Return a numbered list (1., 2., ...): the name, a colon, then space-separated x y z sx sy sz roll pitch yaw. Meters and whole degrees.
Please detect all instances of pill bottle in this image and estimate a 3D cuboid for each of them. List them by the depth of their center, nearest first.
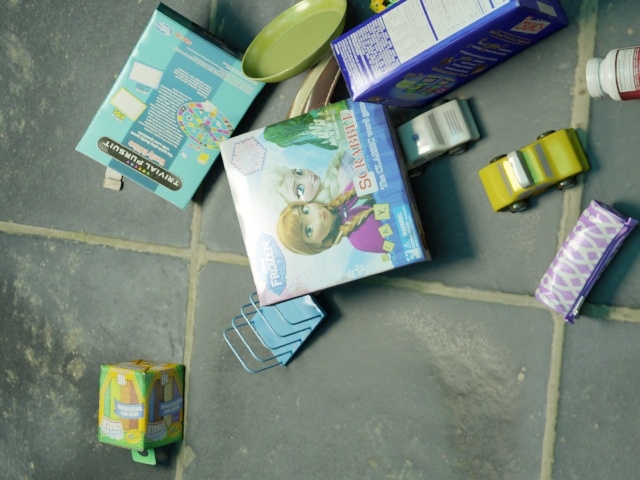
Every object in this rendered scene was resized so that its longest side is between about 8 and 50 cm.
1. pill bottle: 0.509 -0.269 1.618 0.152 0.086 0.086 -2 89 32

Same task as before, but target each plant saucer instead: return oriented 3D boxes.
1. plant saucer: -0.043 -0.378 1.920 0.241 0.037 0.241 -27 35 20

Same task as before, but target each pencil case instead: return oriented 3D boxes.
1. pencil case: 0.434 0.034 1.664 0.206 0.086 0.088 -64 28 17

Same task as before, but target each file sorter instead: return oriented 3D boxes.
1. file sorter: -0.095 0.160 1.963 0.118 0.104 0.170 53 129 21

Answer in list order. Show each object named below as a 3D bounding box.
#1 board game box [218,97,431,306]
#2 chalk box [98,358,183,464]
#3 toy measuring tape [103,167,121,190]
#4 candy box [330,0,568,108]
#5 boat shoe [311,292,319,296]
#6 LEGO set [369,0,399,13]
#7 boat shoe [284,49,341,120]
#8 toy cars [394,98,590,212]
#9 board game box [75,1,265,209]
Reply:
1. board game box: 0.005 -0.072 1.824 0.318 0.066 0.319 -18 83 15
2. chalk box: -0.381 0.369 2.144 0.132 0.132 0.213 2 91 32
3. toy measuring tape: -0.391 -0.237 2.157 0.121 0.121 0.330 35 113 27
4. candy box: 0.220 -0.345 1.690 0.317 0.268 0.122 -26 81 29
5. boat shoe: -0.001 -0.001 1.942 0.080 0.073 0.224 21 120 44
6. LEGO set: 0.126 -0.439 1.858 0.093 0.087 0.227 40 117 28
7. boat shoe: -0.006 -0.216 1.936 0.123 0.123 0.342 26 94 -2
8. toy cars: 0.267 -0.151 1.767 0.393 0.087 0.177 21 101 30
9. board game box: -0.298 -0.266 2.039 0.253 0.079 0.336 30 111 -15
